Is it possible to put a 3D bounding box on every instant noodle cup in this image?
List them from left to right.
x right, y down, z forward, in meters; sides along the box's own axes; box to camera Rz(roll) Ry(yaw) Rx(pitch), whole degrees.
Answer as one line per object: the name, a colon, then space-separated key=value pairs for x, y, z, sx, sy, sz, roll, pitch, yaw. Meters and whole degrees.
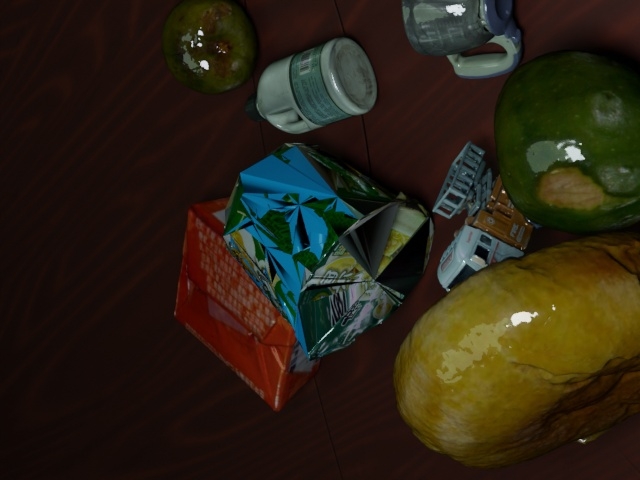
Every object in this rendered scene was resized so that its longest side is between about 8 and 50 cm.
instant noodle cup: x=0.000 y=0.000 z=1.960 sx=0.178 sy=0.240 sz=0.240 roll=39 pitch=139 yaw=31

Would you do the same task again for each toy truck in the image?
toy truck: x=0.181 y=-0.013 z=1.742 sx=0.115 sy=0.177 sz=0.080 roll=28 pitch=141 yaw=-5

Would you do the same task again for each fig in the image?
fig: x=-0.167 y=-0.255 z=2.084 sx=0.185 sy=0.126 sz=0.133 roll=-7 pitch=121 yaw=49
fig: x=0.295 y=-0.092 z=1.594 sx=0.245 sy=0.195 sz=0.195 roll=7 pitch=124 yaw=13

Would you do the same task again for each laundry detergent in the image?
laundry detergent: x=-0.023 y=-0.187 z=1.992 sx=0.226 sy=0.070 sz=0.099 roll=-13 pitch=109 yaw=53

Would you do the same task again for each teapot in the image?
teapot: x=0.157 y=-0.237 z=1.704 sx=0.108 sy=0.111 sz=0.149 roll=6 pitch=113 yaw=34

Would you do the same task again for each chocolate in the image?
chocolate: x=-0.092 y=0.081 z=2.232 sx=0.237 sy=0.108 sz=0.234 roll=38 pitch=138 yaw=27

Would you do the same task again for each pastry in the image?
pastry: x=0.244 y=0.115 z=1.636 sx=0.356 sy=0.356 sz=0.163 roll=-51 pitch=53 yaw=53
